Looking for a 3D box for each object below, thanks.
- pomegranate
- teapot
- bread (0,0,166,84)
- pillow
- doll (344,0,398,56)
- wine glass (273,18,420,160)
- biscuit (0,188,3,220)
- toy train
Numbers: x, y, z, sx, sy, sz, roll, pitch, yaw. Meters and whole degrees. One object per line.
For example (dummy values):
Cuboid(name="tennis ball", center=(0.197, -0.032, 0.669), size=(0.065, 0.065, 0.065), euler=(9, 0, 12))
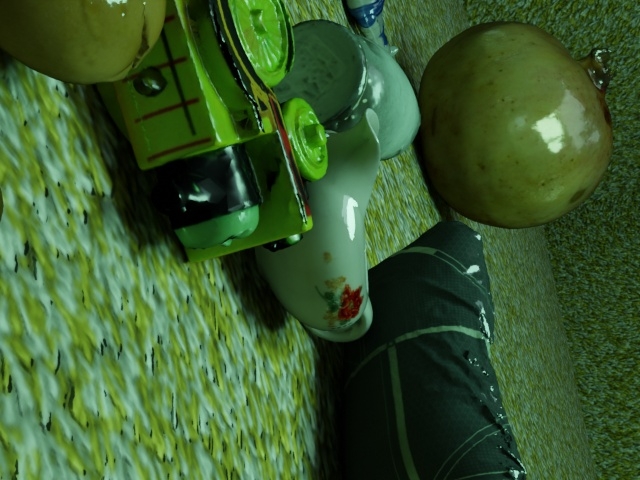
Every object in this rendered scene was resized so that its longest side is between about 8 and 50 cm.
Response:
Cuboid(name="pomegranate", center=(0.311, -0.185, 1.585), size=(0.338, 0.338, 0.338), euler=(-17, 90, -74))
Cuboid(name="teapot", center=(0.000, 0.000, 0.757), size=(0.226, 0.092, 0.145), euler=(85, 6, -47))
Cuboid(name="bread", center=(-0.134, -0.157, 0.467), size=(0.189, 0.077, 0.114), euler=(58, 47, -25))
Cuboid(name="pillow", center=(0.079, 0.122, 0.805), size=(0.093, 0.161, 0.335), euler=(30, 38, -23))
Cuboid(name="doll", center=(0.064, -0.315, 1.365), size=(0.227, 0.057, 0.113), euler=(23, 56, -72))
Cuboid(name="wine glass", center=(0.026, -0.132, 0.949), size=(0.204, 0.111, 0.111), euler=(11, 63, -68))
Cuboid(name="biscuit", center=(-0.172, -0.088, 0.362), size=(0.138, 0.031, 0.204), euler=(-104, 176, -78))
Cuboid(name="toy train", center=(-0.083, -0.127, 0.612), size=(0.160, 0.101, 0.296), euler=(-32, 105, -66))
